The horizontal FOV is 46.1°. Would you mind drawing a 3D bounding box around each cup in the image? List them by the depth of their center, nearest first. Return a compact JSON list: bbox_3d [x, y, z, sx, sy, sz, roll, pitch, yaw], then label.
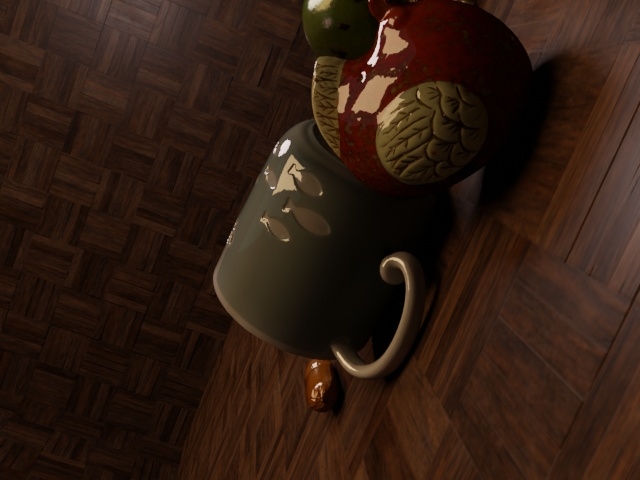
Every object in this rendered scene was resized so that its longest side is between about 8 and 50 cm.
[{"bbox_3d":[0.034,0.016,1.052,0.356,0.260,0.274,53,128,42],"label":"cup"}]

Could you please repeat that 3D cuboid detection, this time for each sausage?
[{"bbox_3d":[0.001,0.239,1.249,0.062,0.054,0.183,-37,9,1],"label":"sausage"}]

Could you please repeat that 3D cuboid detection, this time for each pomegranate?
[{"bbox_3d":[0.112,-0.429,1.374,0.323,0.291,0.290,-167,98,-81],"label":"pomegranate"}]

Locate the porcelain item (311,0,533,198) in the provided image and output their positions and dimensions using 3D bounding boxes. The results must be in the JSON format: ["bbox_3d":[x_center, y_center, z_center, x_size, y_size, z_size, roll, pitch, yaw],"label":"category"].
[{"bbox_3d":[0.111,-0.183,0.876,0.253,0.253,0.252,-159,90,-81],"label":"porcelain item"}]
